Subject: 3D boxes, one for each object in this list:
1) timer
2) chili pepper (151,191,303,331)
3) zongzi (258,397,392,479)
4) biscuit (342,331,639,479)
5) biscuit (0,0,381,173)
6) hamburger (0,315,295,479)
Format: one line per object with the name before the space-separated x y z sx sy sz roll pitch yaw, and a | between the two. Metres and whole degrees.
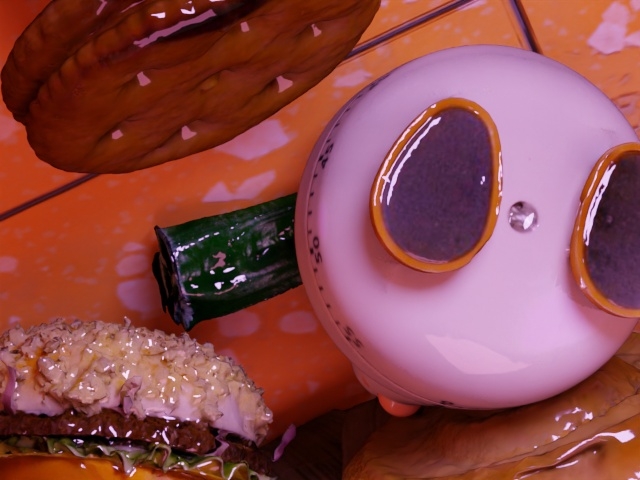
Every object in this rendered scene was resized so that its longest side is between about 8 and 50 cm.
timer | 0.094 -0.003 1.256 0.234 0.233 0.240 -6 176 -17
chili pepper | 0.000 0.000 1.346 0.227 0.059 0.088 -15 147 -13
zongzi | 0.057 0.370 1.595 0.467 0.218 0.500 -25 120 9
biscuit | 0.152 0.138 1.316 0.296 0.296 0.102 -18 101 -2
biscuit | -0.072 -0.109 1.104 0.220 0.066 0.220 -27 168 -6
hamburger | -0.138 0.133 1.349 0.243 0.138 0.261 9 163 -6
